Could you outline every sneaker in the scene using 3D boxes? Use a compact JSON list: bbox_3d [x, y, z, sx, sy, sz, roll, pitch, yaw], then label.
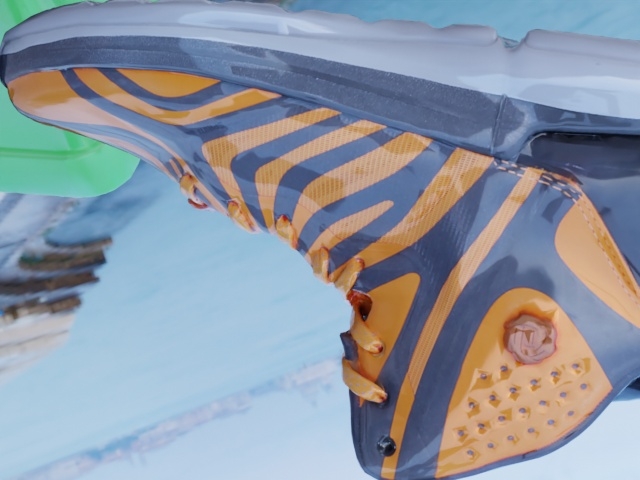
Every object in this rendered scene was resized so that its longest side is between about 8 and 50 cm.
[{"bbox_3d":[0.000,0.000,0.400,0.321,0.180,0.124,10,-170,23],"label":"sneaker"}]

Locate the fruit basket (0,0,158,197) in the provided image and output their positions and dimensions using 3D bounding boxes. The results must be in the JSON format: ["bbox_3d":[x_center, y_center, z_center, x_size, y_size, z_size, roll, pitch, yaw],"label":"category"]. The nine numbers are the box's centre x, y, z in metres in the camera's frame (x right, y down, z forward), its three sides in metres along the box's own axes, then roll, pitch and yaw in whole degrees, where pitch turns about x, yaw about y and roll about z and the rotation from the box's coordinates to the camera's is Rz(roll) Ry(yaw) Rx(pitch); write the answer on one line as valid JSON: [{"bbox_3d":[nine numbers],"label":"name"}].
[{"bbox_3d":[-0.277,-0.138,0.760,0.392,0.283,0.392,8,145,6],"label":"fruit basket"}]
